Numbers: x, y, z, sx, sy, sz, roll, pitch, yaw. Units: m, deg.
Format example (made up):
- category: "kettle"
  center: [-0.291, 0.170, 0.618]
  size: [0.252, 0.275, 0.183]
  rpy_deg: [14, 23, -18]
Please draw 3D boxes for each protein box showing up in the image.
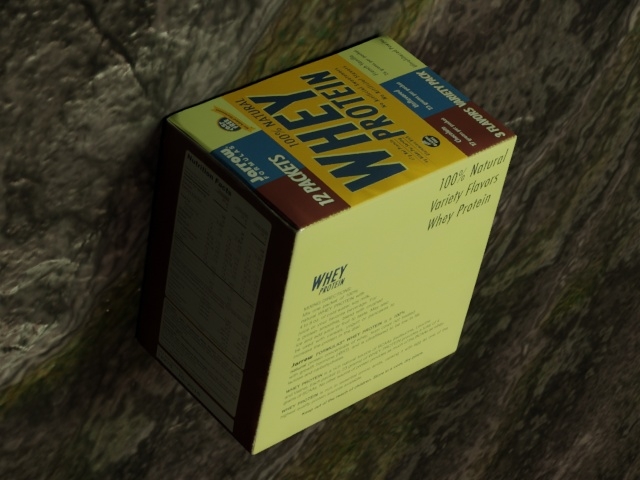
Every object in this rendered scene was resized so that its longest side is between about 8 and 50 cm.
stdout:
- category: "protein box"
  center: [0.000, 0.000, 1.306]
  size: [0.200, 0.136, 0.201]
  rpy_deg: [-24, 141, -35]
